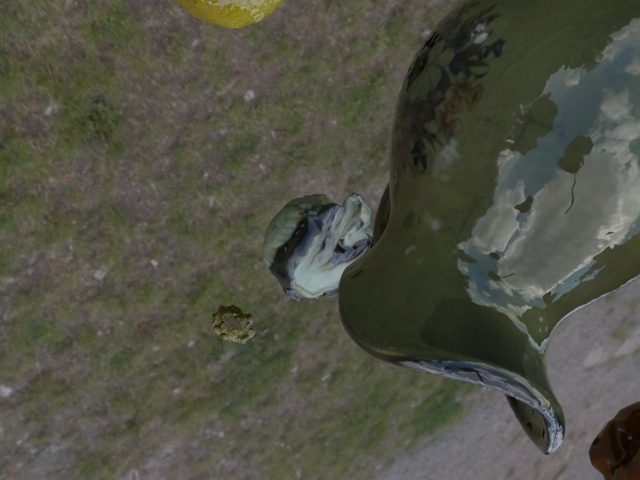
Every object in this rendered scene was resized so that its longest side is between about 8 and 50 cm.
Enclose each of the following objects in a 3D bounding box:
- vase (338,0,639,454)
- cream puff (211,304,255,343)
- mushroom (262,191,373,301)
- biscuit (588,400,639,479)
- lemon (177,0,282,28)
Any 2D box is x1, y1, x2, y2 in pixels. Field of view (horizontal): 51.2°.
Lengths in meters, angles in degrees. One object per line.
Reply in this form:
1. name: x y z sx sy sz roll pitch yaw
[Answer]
1. vase: 0.134 -0.035 0.543 0.241 0.329 0.302 30 88 -18
2. cream puff: -0.167 0.162 1.272 0.083 0.083 0.058 -8 163 -24
3. mushroom: -0.001 -0.001 1.317 0.247 0.130 0.344 -55 157 12
4. biscuit: 0.394 0.093 0.526 0.312 0.110 0.318 -6 144 -45
5. lemon: -0.124 -0.387 0.884 0.192 0.192 0.231 -43 154 0
